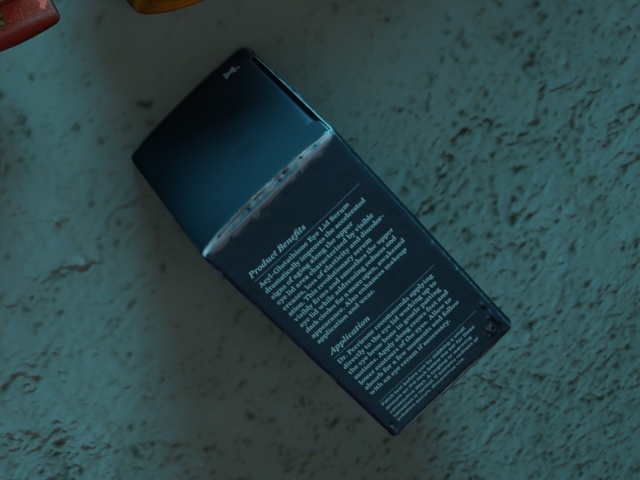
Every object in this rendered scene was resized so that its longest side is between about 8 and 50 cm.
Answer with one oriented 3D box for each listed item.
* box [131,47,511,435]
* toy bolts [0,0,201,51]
[{"bbox_3d":[0.000,0.000,1.093,0.108,0.153,0.207,-44,123,2],"label":"box"},{"bbox_3d":[-0.142,-0.210,0.955,0.228,0.218,0.158,-23,86,-3],"label":"toy bolts"}]
